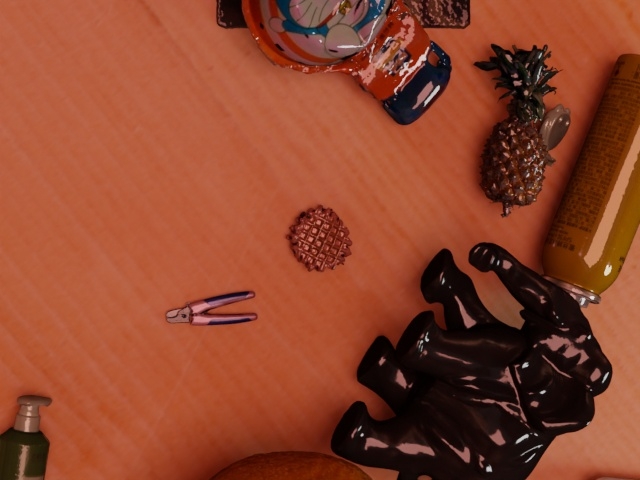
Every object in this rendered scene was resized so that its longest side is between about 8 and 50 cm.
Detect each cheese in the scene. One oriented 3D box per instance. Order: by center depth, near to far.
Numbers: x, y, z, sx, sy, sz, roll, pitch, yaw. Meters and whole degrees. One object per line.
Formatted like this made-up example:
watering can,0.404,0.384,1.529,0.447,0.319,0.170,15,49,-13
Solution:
cheese,0.034,-0.271,1.521,0.217,0.129,0.329,-48,122,0

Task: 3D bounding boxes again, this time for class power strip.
power strip,0.301,-0.133,1.647,0.055,0.035,0.083,17,101,-53

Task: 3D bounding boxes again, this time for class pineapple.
pineapple,0.242,-0.138,1.612,0.083,0.103,0.221,-1,99,-38

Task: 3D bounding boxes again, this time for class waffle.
waffle,0.000,0.000,1.592,0.075,0.029,0.083,-28,103,-10

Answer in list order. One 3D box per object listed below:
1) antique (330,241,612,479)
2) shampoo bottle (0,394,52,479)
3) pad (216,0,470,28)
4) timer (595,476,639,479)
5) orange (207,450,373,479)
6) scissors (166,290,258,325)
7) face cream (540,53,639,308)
antique,0.195,0.179,1.575,0.255,0.185,0.322,31,100,-7
shampoo bottle,-0.356,0.284,1.512,0.065,0.065,0.204,8,93,-15
pad,0.032,-0.370,1.579,0.330,0.004,0.220,-3,96,-14
timer,0.480,0.400,1.677,0.253,0.178,0.078,9,121,-14
orange,-0.060,0.415,1.475,0.357,0.322,0.322,-35,102,1
scissors,-0.134,0.087,1.573,0.113,0.012,0.039,-6,96,-13
face cream,0.368,-0.060,1.641,0.105,0.105,0.348,22,89,-15
